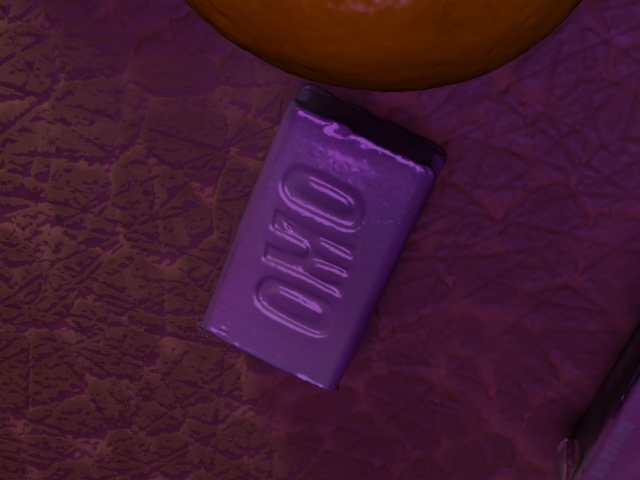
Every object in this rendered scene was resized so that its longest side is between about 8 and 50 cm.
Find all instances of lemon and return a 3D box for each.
[{"bbox_3d":[0.033,-0.229,0.840,0.297,0.297,0.297,5,111,13],"label":"lemon"}]

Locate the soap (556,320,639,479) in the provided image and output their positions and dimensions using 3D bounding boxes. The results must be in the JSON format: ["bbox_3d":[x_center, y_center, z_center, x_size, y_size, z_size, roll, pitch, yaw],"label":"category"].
[{"bbox_3d":[0.300,0.105,0.995,0.218,0.098,0.273,23,117,-2],"label":"soap"}]

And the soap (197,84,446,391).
[{"bbox_3d":[0.000,0.000,1.050,0.122,0.065,0.203,25,115,5],"label":"soap"}]
